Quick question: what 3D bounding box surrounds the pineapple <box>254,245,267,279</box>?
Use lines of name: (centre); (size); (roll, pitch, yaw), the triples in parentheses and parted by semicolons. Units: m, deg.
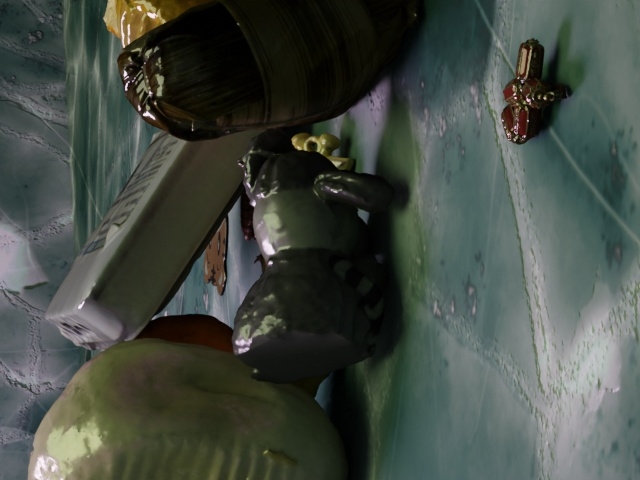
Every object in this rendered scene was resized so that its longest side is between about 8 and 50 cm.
pineapple: (-0.038, 0.034, 1.849); (0.221, 0.047, 0.221); (179, 90, -77)

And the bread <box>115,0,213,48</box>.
bread: (-0.120, -0.234, 1.736); (0.139, 0.240, 0.240); (-61, 28, 32)

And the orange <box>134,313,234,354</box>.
orange: (-0.168, 0.210, 1.947); (0.240, 0.240, 0.240); (-178, 90, -74)

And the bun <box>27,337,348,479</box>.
bun: (-0.141, 0.255, 1.675); (0.213, 0.361, 0.361); (-97, 17, -56)

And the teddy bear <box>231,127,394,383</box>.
teddy bear: (0.007, 0.012, 1.548); (0.171, 0.144, 0.251); (-5, 70, 44)

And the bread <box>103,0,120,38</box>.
bread: (-0.192, -0.297, 2.167); (0.125, 0.188, 0.068); (-131, 50, -66)

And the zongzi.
zongzi: (-0.062, -0.153, 1.567); (0.134, 0.286, 0.288); (63, 161, 13)

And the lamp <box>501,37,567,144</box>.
lamp: (0.157, -0.105, 1.197); (0.083, 0.031, 0.063); (107, 160, -52)

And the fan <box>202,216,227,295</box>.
fan: (-0.151, -0.039, 2.313); (0.152, 0.008, 0.227); (-156, 67, -73)

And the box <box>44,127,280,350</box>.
box: (-0.191, -0.044, 1.978); (0.396, 0.111, 0.396); (-58, 10, -11)

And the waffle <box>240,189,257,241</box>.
waffle: (-0.088, -0.041, 2.056); (0.083, 0.029, 0.075); (-101, 21, -45)

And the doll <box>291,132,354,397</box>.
doll: (-0.017, 0.029, 1.699); (0.117, 0.086, 0.291); (7, 93, 34)
